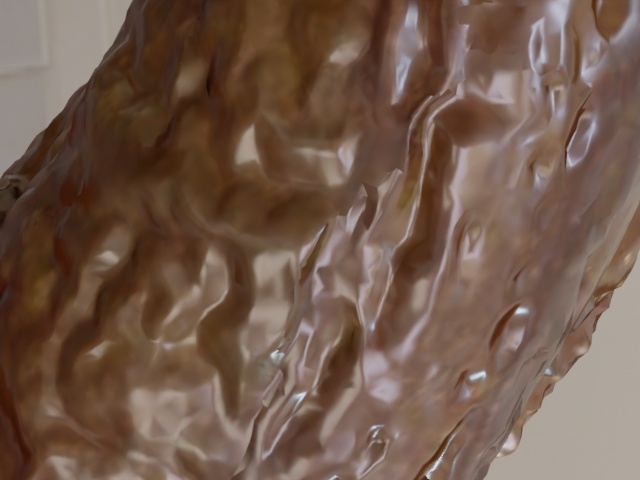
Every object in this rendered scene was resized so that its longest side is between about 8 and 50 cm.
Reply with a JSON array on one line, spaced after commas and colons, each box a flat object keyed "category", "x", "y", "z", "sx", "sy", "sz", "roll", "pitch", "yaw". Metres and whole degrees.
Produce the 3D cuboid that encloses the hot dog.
[{"category": "hot dog", "x": 0.000, "y": 0.000, "z": 0.524, "sx": 0.387, "sy": 0.174, "sz": 0.267, "roll": -53, "pitch": 174, "yaw": 22}]
